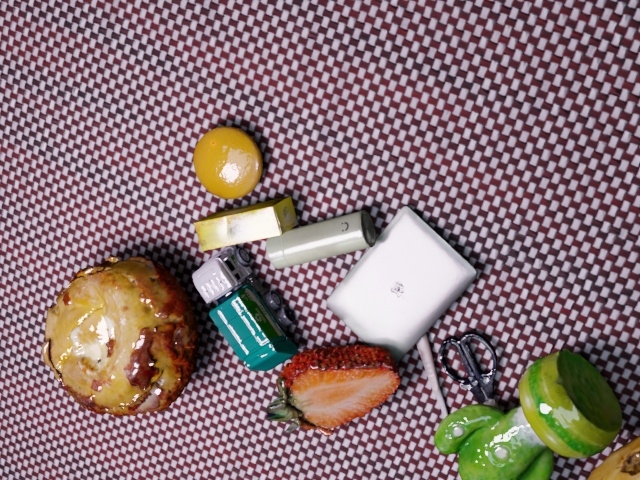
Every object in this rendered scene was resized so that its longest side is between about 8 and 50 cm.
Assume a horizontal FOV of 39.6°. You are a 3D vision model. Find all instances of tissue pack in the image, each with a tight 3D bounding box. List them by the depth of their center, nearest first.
[{"bbox_3d":[-0.143,-0.034,1.717,0.176,0.095,0.062,-12,100,24],"label":"tissue pack"}]

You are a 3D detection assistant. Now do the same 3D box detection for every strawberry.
[{"bbox_3d":[0.024,0.274,1.734,0.286,0.106,0.188,-23,125,20],"label":"strawberry"}]

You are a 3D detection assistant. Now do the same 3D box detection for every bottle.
[{"bbox_3d":[0.000,0.000,1.686,0.202,0.072,0.072,-14,100,23],"label":"bottle"}]

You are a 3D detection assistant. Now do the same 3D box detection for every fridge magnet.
[{"bbox_3d":[-0.177,-0.150,1.714,0.143,0.063,0.143,5,106,17],"label":"fridge magnet"}]

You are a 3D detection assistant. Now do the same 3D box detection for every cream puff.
[{"bbox_3d":[-0.381,0.199,1.799,0.351,0.229,0.350,-4,81,31],"label":"cream puff"}]

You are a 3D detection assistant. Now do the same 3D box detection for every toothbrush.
[{"bbox_3d":[0.214,0.263,1.705,0.025,0.029,0.307,-13,100,27],"label":"toothbrush"}]

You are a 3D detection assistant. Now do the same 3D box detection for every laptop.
[{"bbox_3d":[0.148,0.090,1.676,0.187,0.015,0.269,44,115,13],"label":"laptop"}]

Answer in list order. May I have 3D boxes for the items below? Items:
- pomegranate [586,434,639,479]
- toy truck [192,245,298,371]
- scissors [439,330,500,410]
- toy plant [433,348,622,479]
[{"bbox_3d":[0.596,0.480,1.471,0.333,0.332,0.332,6,107,19],"label":"pomegranate"},{"bbox_3d":[-0.146,0.140,1.757,0.114,0.124,0.253,-34,94,23],"label":"toy truck"},{"bbox_3d":[0.320,0.311,1.685,0.109,0.022,0.300,-21,97,28],"label":"scissors"},{"bbox_3d":[0.370,0.349,1.602,0.224,0.184,0.316,43,123,-8],"label":"toy plant"}]
